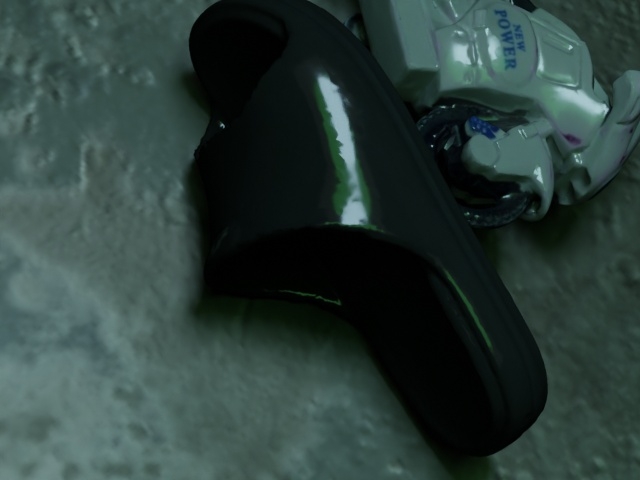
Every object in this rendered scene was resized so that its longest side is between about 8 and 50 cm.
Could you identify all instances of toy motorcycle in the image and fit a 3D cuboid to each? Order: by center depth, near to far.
[{"bbox_3d":[0.090,-0.102,0.922,0.150,0.102,0.221,0,62,-26],"label":"toy motorcycle"}]

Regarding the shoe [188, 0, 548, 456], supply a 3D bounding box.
[{"bbox_3d":[0.000,0.000,0.845,0.093,0.108,0.241,-30,82,-29],"label":"shoe"}]
